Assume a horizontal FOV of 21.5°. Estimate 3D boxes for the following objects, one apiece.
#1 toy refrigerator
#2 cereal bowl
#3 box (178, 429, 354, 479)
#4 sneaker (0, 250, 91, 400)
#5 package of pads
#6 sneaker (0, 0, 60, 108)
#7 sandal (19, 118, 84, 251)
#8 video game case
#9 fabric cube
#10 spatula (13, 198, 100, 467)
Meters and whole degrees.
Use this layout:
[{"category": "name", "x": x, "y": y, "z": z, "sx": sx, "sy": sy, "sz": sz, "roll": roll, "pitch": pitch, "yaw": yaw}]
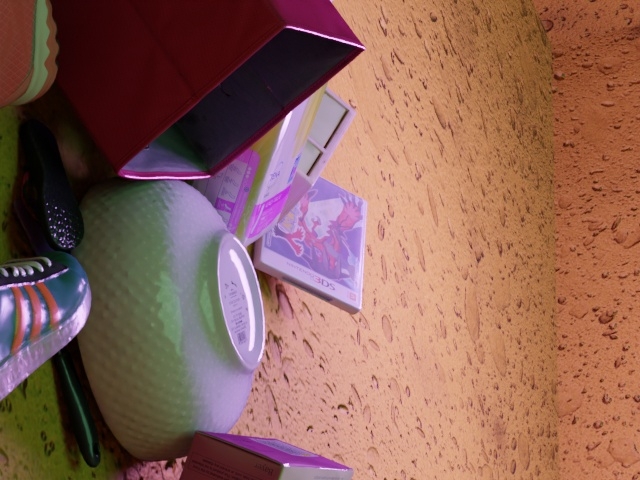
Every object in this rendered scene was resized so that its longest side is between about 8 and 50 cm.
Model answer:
[{"category": "toy refrigerator", "x": -0.037, "y": -0.140, "z": 2.405, "sx": 0.102, "sy": 0.094, "sz": 0.269, "roll": 40, "pitch": 30, "yaw": -6}, {"category": "cereal bowl", "x": -0.155, "y": 0.080, "z": 1.931, "sx": 0.339, "sy": 0.141, "sz": 0.339, "roll": -11, "pitch": 90, "yaw": -76}, {"category": "box", "x": -0.086, "y": 0.350, "z": 1.906, "sx": 0.213, "sy": 0.117, "sz": 0.243, "roll": 20, "pitch": 87, "yaw": -66}, {"category": "sneaker", "x": -0.312, "y": 0.061, "z": 1.610, "sx": 0.302, "sy": 0.108, "sz": 0.121, "roll": -55, "pitch": 135, "yaw": -61}, {"category": "package of pads", "x": -0.078, "y": -0.142, "z": 2.139, "sx": 0.229, "sy": 0.101, "sz": 0.296, "roll": -37, "pitch": 147, "yaw": -75}, {"category": "sneaker", "x": -0.326, "y": -0.263, "z": 1.655, "sx": 0.136, "sy": 0.116, "sz": 0.314, "roll": -39, "pitch": 139, "yaw": -53}, {"category": "sandal", "x": -0.295, "y": -0.052, "z": 1.802, "sx": 0.067, "sy": 0.040, "sz": 0.179, "roll": 39, "pitch": 24, "yaw": -49}, {"category": "video game case", "x": -0.012, "y": -0.012, "z": 2.438, "sx": 0.183, "sy": 0.023, "sz": 0.201, "roll": 27, "pitch": 48, "yaw": -28}, {"category": "fabric cube", "x": -0.154, "y": -0.245, "z": 1.872, "sx": 0.258, "sy": 0.259, "sz": 0.254, "roll": 55, "pitch": 18, "yaw": 11}, {"category": "spatula", "x": -0.273, "y": 0.098, "z": 1.803, "sx": 0.084, "sy": 0.030, "sz": 0.296, "roll": -4, "pitch": 83, "yaw": -72}]
